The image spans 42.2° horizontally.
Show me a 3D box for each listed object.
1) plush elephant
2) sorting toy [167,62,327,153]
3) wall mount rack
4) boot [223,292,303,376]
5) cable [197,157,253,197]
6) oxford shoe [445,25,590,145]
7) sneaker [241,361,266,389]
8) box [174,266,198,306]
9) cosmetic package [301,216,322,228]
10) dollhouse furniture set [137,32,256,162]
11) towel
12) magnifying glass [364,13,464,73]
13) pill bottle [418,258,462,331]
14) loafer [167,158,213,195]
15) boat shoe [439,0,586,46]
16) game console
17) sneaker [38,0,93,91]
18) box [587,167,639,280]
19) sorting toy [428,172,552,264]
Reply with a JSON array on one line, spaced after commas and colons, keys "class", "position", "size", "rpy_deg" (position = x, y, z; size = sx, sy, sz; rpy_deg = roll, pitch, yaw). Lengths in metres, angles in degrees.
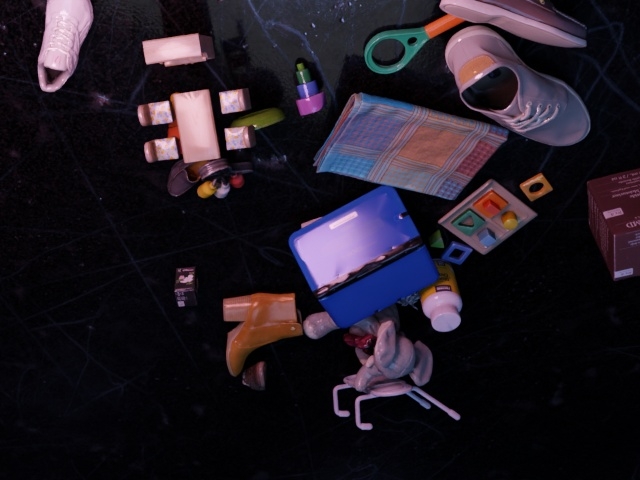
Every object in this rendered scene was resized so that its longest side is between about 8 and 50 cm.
[{"class": "plush elephant", "position": [0.159, 0.287, 2.226], "size": [0.330, 0.255, 0.272], "rpy_deg": [-35, 128, 24]}, {"class": "sorting toy", "position": [-0.174, -0.291, 1.767], "size": [0.366, 0.127, 0.126], "rpy_deg": [-17, 104, 6]}, {"class": "wall mount rack", "position": [0.210, 0.453, 2.360], "size": [0.304, 0.350, 0.130], "rpy_deg": [-5, 90, -17]}, {"class": "boot", "position": [-0.153, 0.264, 2.273], "size": [0.211, 0.104, 0.295], "rpy_deg": [0, 129, -2]}, {"class": "cable", "position": [-0.202, -0.137, 1.811], "size": [0.140, 0.287, 0.072], "rpy_deg": [-18, 94, -9]}, {"class": "oxford shoe", "position": [0.427, -0.291, 1.762], "size": [0.169, 0.130, 0.449], "rpy_deg": [-33, 139, 32]}, {"class": "sneaker", "position": [-0.193, 0.396, 2.394], "size": [0.071, 0.066, 0.188], "rpy_deg": [3, 154, -2]}, {"class": "box", "position": [-0.344, 0.119, 2.129], "size": [0.052, 0.083, 0.062], "rpy_deg": [-4, 134, -1]}, {"class": "cosmetic package", "position": [0.000, 0.000, 2.082], "size": [0.060, 0.041, 0.115], "rpy_deg": [-18, 133, 10]}, {"class": "dollhouse furniture set", "position": [-0.256, -0.275, 1.631], "size": [0.212, 0.161, 0.242], "rpy_deg": [-7, 101, 5]}, {"class": "towel", "position": [0.199, -0.203, 1.871], "size": [0.370, 0.040, 0.271], "rpy_deg": [11, 146, -16]}, {"class": "magnifying glass", "position": [0.198, -0.420, 1.716], "size": [0.231, 0.026, 0.092], "rpy_deg": [-23, 131, 18]}, {"class": "pill bottle", "position": [0.310, 0.143, 2.154], "size": [0.103, 0.184, 0.103], "rpy_deg": [-3, 134, -4]}, {"class": "loafer", "position": [-0.299, -0.155, 1.887], "size": [0.062, 0.061, 0.170], "rpy_deg": [23, 128, -26]}, {"class": "boat shoe", "position": [0.394, -0.461, 1.637], "size": [0.325, 0.116, 0.096], "rpy_deg": [13, 92, -16]}, {"class": "game console", "position": [0.109, 0.044, 2.046], "size": [0.293, 0.250, 0.173], "rpy_deg": [-28, 168, 4]}, {"class": "sneaker", "position": [-0.498, -0.384, 1.608], "size": [0.090, 0.115, 0.232], "rpy_deg": [10, 132, -16]}, {"class": "box", "position": [0.762, -0.042, 2.013], "size": [0.169, 0.203, 0.167], "rpy_deg": [-14, 133, 6]}, {"class": "sorting toy", "position": [0.424, -0.049, 2.077], "size": [0.196, 0.047, 0.348], "rpy_deg": [30, 124, -30]}]
